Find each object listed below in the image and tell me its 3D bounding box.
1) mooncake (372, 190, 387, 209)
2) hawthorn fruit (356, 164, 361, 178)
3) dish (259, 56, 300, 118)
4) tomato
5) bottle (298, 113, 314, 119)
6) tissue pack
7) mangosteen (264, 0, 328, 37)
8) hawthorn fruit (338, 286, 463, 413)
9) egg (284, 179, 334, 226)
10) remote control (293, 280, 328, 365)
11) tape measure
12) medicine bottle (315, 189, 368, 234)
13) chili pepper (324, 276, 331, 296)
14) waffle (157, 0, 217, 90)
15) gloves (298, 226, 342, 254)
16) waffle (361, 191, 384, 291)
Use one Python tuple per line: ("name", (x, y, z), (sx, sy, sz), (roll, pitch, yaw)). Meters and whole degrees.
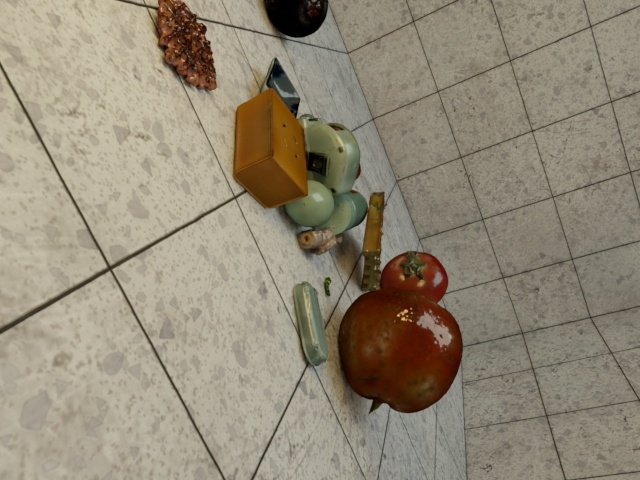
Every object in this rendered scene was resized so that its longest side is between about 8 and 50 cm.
("mooncake", (0.080, -0.214, 1.707), (0.150, 0.057, 0.347), (-33, 63, -33))
("hawthorn fruit", (0.044, -0.324, 1.847), (0.253, 0.205, 0.205), (65, 19, 11))
("dish", (-0.154, -0.499, 1.638), (0.182, 0.080, 0.243), (56, 25, -36))
("tomato", (0.443, 0.207, 2.236), (0.321, 0.321, 0.322), (52, 27, -42))
("bottle", (-0.058, -0.409, 1.794), (0.096, 0.079, 0.254), (22, 34, -7))
("tissue pack", (-0.146, -0.262, 1.362), (0.194, 0.145, 0.275), (49, 29, -49))
("mangosteen", (-0.119, -1.002, 1.989), (0.302, 0.275, 0.275), (41, 0, 37))
("hawthorn fruit", (0.232, 0.361, 1.506), (0.403, 0.402, 0.403), (52, 27, -42))
("egg", (-0.036, -0.118, 1.503), (0.192, 0.149, 0.149), (25, 49, -58))
("remote control", (-0.027, 0.236, 1.362), (0.104, 0.052, 0.247), (38, 35, -58))
("tape measure", (0.011, -0.281, 1.583), (0.125, 0.246, 0.243), (-17, 117, -44))
("medicine bottle", (0.081, -0.113, 1.792), (0.158, 0.158, 0.318), (71, 20, -1))
("chili pepper", (0.024, 0.152, 1.614), (0.027, 0.022, 0.083), (22, 43, -20))
("waffle", (-0.341, -0.505, 1.206), (0.221, 0.055, 0.234), (7, 70, -70))
("gloves", (-0.009, 0.001, 1.552), (0.144, 0.110, 0.094), (0, 78, -39))
("waffle", (0.218, 0.012, 1.919), (0.348, 0.077, 0.304), (85, 13, -54))
